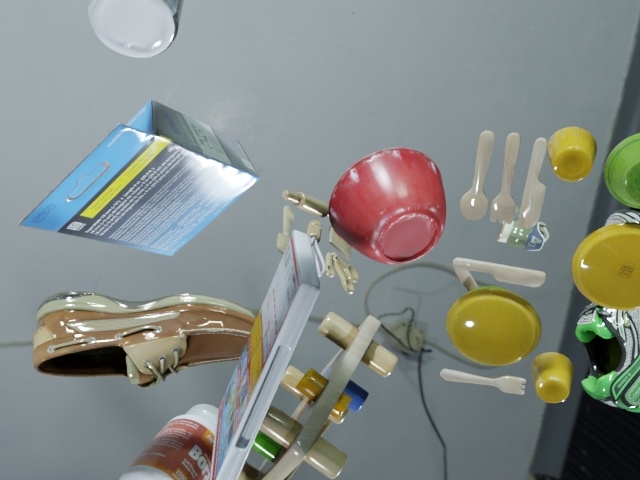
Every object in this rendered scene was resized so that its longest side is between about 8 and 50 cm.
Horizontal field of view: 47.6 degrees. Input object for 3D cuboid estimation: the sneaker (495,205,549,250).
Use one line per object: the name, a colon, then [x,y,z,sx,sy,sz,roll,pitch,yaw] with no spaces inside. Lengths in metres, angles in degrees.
sneaker: [0.382,-0.017,1.355,0.086,0.192,0.064,21,106,14]

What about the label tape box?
label tape box: [-0.295,-0.103,1.183,0.241,0.105,0.334,-39,153,18]

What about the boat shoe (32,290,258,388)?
boat shoe: [-0.245,0.153,1.031,0.324,0.119,0.122,1,138,-2]

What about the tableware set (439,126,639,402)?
tableware set: [0.118,0.015,0.359,0.104,0.024,0.154,9,120,12]

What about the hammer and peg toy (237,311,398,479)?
hammer and peg toy: [-0.036,0.280,1.106,0.127,0.266,0.361,34,139,2]

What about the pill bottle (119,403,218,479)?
pill bottle: [-0.236,0.373,1.228,0.121,0.216,0.121,7,112,17]

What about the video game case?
video game case: [-0.071,0.143,0.887,0.025,0.204,0.285,21,104,-11]

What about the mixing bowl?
mixing bowl: [0.110,-0.031,1.048,0.182,0.098,0.181,-10,131,-12]

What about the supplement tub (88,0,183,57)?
supplement tub: [-0.244,-0.350,0.996,0.117,0.190,0.117,-1,139,-1]

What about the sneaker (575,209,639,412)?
sneaker: [0.508,0.109,1.210,0.147,0.134,0.343,10,72,-17]

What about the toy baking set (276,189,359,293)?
toy baking set: [-0.001,-0.005,1.299,0.030,0.196,0.256,-35,145,23]
